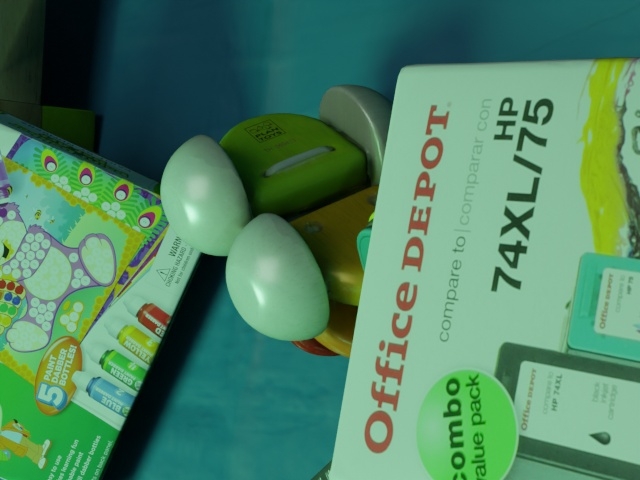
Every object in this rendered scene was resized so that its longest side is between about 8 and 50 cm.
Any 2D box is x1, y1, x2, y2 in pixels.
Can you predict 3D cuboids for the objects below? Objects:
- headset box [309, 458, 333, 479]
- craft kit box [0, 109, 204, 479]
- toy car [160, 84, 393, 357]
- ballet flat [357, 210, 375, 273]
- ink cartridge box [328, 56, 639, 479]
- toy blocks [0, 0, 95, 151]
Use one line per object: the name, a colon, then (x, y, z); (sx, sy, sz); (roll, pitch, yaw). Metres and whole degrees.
headset box: (0.013, 0.177, 0.751); (0.083, 0.032, 0.062); (-47, 53, 27)
craft kit box: (-0.233, 0.039, 0.888); (0.246, 0.061, 0.250); (24, 100, -1)
toy car: (0.000, 0.000, 0.747); (0.182, 0.159, 0.136); (47, 150, 36)
ballet flat: (0.079, 0.073, 0.661); (0.077, 0.077, 0.231); (21, 132, 47)
ink cartridge box: (0.177, 0.041, 0.516); (0.270, 0.197, 0.198); (6, 85, 44)
toy blocks: (-0.339, -0.113, 1.065); (0.261, 0.190, 0.381); (0, 87, 55)
